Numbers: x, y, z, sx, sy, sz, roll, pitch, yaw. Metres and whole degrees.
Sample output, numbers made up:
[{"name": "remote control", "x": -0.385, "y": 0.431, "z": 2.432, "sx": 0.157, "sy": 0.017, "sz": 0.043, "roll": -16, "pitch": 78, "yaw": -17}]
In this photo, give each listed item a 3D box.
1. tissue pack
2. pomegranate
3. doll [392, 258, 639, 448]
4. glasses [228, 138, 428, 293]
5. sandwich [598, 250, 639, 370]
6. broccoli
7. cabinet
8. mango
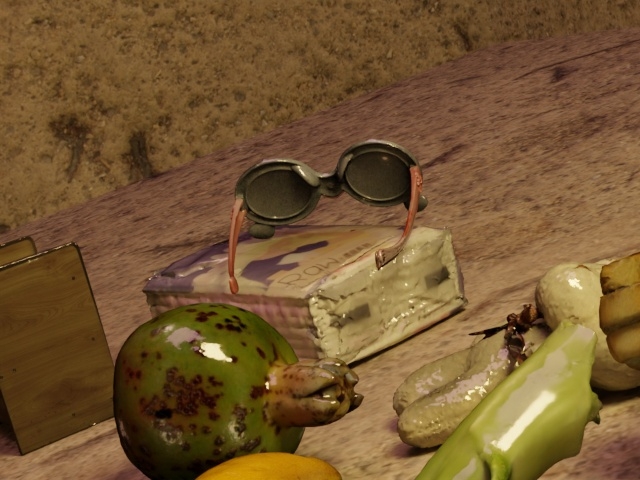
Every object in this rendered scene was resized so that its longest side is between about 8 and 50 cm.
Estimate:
[{"name": "tissue pack", "x": -0.019, "y": 0.062, "z": 2.009, "sx": 0.242, "sy": 0.125, "sz": 0.344, "roll": -23, "pitch": 16, "yaw": -37}, {"name": "pomegranate", "x": -0.081, "y": 0.148, "z": 1.563, "sx": 0.248, "sy": 0.202, "sz": 0.202, "roll": -10, "pitch": 14, "yaw": 30}, {"name": "doll", "x": 0.190, "y": 0.105, "z": 1.565, "sx": 0.278, "sy": 0.149, "sz": 0.175, "roll": -28, "pitch": 45, "yaw": 3}, {"name": "glasses", "x": 0.000, "y": 0.000, "z": 1.898, "sx": 0.234, "sy": 0.118, "sz": 0.268, "roll": -8, "pitch": 34, "yaw": 13}, {"name": "sandwich", "x": 0.371, "y": 0.060, "z": 1.346, "sx": 0.249, "sy": 0.095, "sz": 0.273, "roll": -9, "pitch": -16, "yaw": 30}, {"name": "broccoli", "x": 0.073, "y": 0.229, "z": 1.067, "sx": 0.302, "sy": 0.186, "sz": 0.254, "roll": -23, "pitch": -26, "yaw": -31}, {"name": "cabinet", "x": -0.347, "y": 0.118, "z": 1.971, "sx": 0.148, "sy": 0.215, "sz": 0.175, "roll": -20, "pitch": 12, "yaw": -26}, {"name": "mango", "x": -0.061, "y": 0.227, "z": 1.445, "sx": 0.098, "sy": 0.075, "sz": 0.190, "roll": 16, "pitch": 22, "yaw": 33}]
